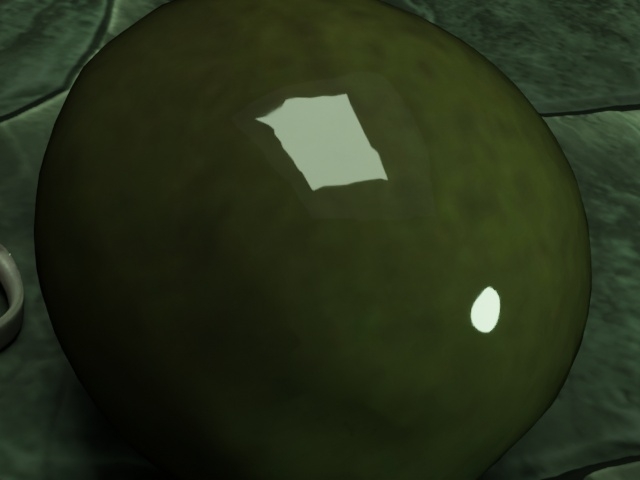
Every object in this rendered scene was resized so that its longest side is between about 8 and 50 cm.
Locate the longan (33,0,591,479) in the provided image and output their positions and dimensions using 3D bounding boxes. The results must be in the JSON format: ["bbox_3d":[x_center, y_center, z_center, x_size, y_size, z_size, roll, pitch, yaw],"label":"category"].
[{"bbox_3d":[0.000,0.000,0.493,0.248,0.248,0.248,8,33,-5],"label":"longan"}]

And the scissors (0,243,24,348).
[{"bbox_3d":[-0.215,-0.024,0.629,0.118,0.030,0.242,4,38,-12],"label":"scissors"}]
